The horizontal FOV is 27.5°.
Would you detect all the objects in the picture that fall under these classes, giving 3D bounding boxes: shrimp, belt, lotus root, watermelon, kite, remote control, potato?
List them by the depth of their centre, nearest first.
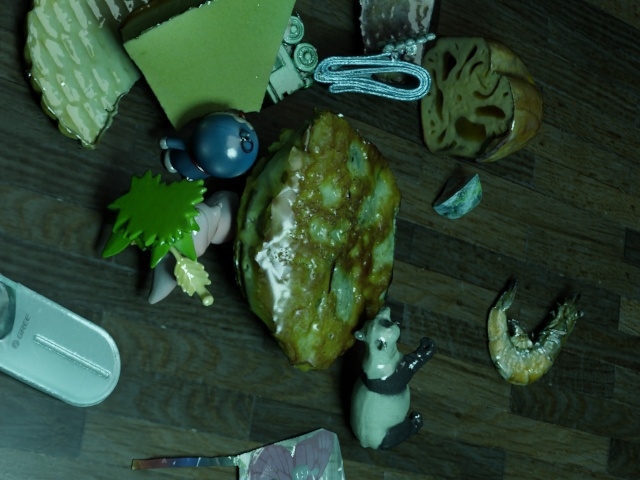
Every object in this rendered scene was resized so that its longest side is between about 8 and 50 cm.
[{"bbox_3d":[-0.349,0.118,1.562,0.247,0.052,0.104,34,63,-30],"label":"remote control"},{"bbox_3d":[-0.095,0.358,1.756,0.360,0.022,0.204,5,81,-39],"label":"kite"},{"bbox_3d":[0.074,-0.256,1.902,0.179,0.065,0.100,0,104,-14],"label":"belt"},{"bbox_3d":[0.117,-0.351,1.992,0.120,0.100,0.261,13,93,-1],"label":"potato"},{"bbox_3d":[0.272,-0.217,2.011,0.180,0.199,0.188,-5,102,-40],"label":"lotus root"},{"bbox_3d":[0.208,-0.072,2.046,0.085,0.085,0.061,9,38,-38],"label":"watermelon"},{"bbox_3d":[0.345,0.132,2.123,0.217,0.051,0.150,-45,105,-29],"label":"shrimp"}]

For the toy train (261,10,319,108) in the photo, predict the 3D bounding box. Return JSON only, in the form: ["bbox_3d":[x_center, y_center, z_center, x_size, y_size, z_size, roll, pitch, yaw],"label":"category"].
[{"bbox_3d":[-0.075,-0.276,1.825,0.111,0.071,0.170,-36,105,-26],"label":"toy train"}]

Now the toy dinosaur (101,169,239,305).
[{"bbox_3d":[-0.187,-0.009,1.687,0.177,0.152,0.194,55,43,-56],"label":"toy dinosaur"}]

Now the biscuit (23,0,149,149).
[{"bbox_3d":[-0.289,-0.267,1.670,0.187,0.036,0.273,48,58,-25],"label":"biscuit"}]

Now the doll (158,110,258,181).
[{"bbox_3d":[-0.138,-0.118,1.697,0.114,0.152,0.085,29,60,-31],"label":"doll"}]

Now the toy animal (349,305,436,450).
[{"bbox_3d":[0.092,0.193,1.848,0.121,0.094,0.225,-33,139,-45],"label":"toy animal"}]

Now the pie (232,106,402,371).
[{"bbox_3d":[0.000,0.000,1.786,0.288,0.103,0.355,4,94,-53],"label":"pie"}]

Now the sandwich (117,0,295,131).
[{"bbox_3d":[-0.111,-0.250,1.675,0.212,0.245,0.063,63,4,-51],"label":"sandwich"}]

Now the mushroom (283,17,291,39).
[{"bbox_3d":[-0.140,-0.370,1.731,0.278,0.096,0.099,48,47,-6],"label":"mushroom"}]
